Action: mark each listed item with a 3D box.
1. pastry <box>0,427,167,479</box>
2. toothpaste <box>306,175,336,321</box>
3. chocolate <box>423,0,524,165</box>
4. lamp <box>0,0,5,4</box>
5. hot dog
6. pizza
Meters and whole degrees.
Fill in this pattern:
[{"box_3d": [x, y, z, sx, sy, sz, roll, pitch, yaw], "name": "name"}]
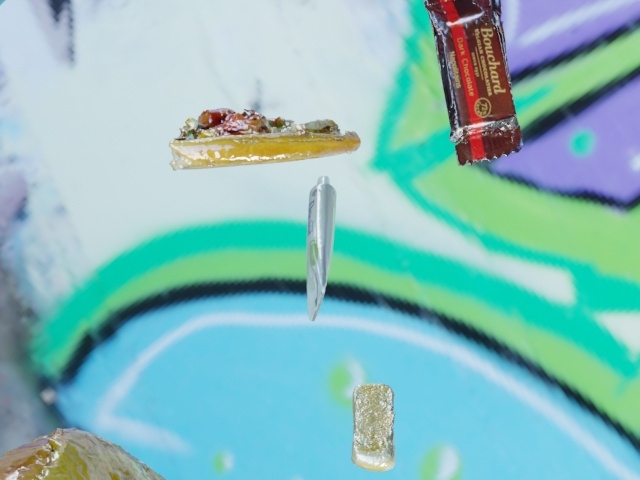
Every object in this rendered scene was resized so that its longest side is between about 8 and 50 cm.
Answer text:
[{"box_3d": [-0.230, 0.356, 1.704, 0.356, 0.164, 0.356, 52, 26, -38], "name": "pastry"}, {"box_3d": [0.000, 0.000, 1.773, 0.029, 0.048, 0.197, 14, 42, -9], "name": "toothpaste"}, {"box_3d": [0.141, -0.162, 1.617, 0.086, 0.028, 0.182, -19, 103, -27], "name": "chocolate"}, {"box_3d": [-0.454, -0.338, 2.018, 0.205, 0.272, 0.374, 49, 21, -8], "name": "lamp"}, {"box_3d": [0.036, 0.136, 1.204, 0.030, 0.034, 0.090, 2, 33, 0], "name": "hot dog"}, {"box_3d": [-0.087, -0.103, 1.706, 0.201, 0.193, 0.053, -8, 99, -35], "name": "pizza"}]
